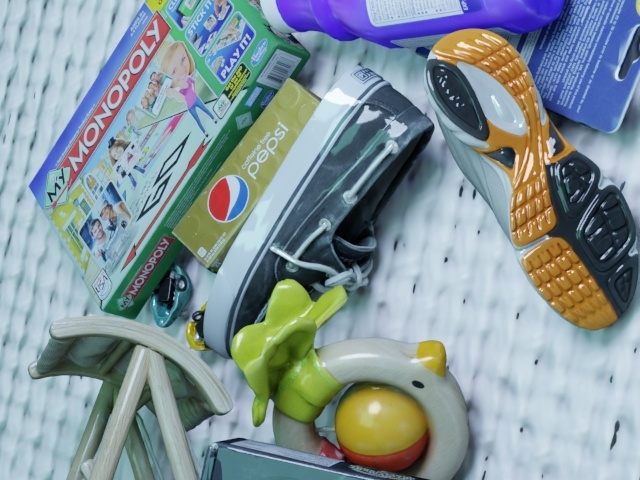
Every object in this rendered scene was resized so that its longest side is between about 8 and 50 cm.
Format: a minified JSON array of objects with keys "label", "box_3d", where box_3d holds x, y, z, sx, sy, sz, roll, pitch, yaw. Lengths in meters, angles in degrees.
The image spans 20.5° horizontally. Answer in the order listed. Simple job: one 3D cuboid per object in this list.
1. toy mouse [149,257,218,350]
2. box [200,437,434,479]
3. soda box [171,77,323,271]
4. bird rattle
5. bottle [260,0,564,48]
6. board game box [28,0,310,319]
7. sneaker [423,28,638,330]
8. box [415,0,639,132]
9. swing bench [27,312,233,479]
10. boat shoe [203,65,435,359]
[{"label":"toy mouse","box_3d":[-0.114,0.037,1.686,0.161,0.031,0.143,-50,50,19]},{"label":"box","box_3d":[0.079,0.342,1.334,0.395,0.097,0.318,11,90,13]},{"label":"soda box","box_3d":[-0.051,-0.054,1.611,0.181,0.058,0.061,-52,54,6]},{"label":"bird rattle","box_3d":[0.020,0.166,1.472,0.207,0.143,0.253,-4,110,12]},{"label":"bottle","box_3d":[0.072,-0.221,1.491,0.283,0.092,0.118,-3,80,41]},{"label":"board game box","box_3d":[-0.154,-0.111,1.714,0.317,0.046,0.213,-55,45,18]},{"label":"sneaker","box_3d":[0.171,-0.047,1.438,0.099,0.121,0.262,-27,84,-3]},{"label":"box","box_3d":[0.190,-0.181,1.468,0.225,0.036,0.136,30,102,41]},{"label":"swing bench","box_3d":[-0.171,0.207,1.552,0.253,0.165,0.254,139,132,-73]},{"label":"boat shoe","box_3d":[0.002,-0.001,1.550,0.105,0.113,0.306,38,112,17]}]
